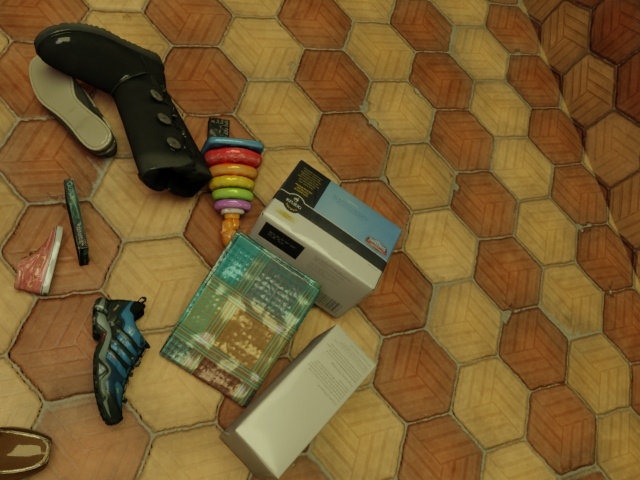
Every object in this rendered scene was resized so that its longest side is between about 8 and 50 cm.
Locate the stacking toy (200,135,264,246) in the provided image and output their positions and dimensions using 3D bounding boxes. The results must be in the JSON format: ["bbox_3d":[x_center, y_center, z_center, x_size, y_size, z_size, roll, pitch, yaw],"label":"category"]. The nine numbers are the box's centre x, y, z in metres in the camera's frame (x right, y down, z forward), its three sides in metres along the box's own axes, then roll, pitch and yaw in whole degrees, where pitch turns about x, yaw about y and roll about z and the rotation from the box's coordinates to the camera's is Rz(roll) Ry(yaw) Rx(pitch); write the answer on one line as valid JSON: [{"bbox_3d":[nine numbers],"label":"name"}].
[{"bbox_3d":[-0.245,-0.127,1.639,0.165,0.175,0.302,3,79,-22],"label":"stacking toy"}]

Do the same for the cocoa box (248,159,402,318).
[{"bbox_3d":[0.000,0.000,1.612,0.347,0.231,0.228,34,54,-5],"label":"cocoa box"}]

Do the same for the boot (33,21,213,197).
[{"bbox_3d":[-0.506,-0.328,1.531,0.366,0.146,0.446,-1,62,-47],"label":"boot"}]

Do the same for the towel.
[{"bbox_3d":[-0.198,0.198,1.501,0.271,0.040,0.370,33,82,-4],"label":"towel"}]

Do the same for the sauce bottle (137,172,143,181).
[{"bbox_3d":[-0.451,-0.210,1.639,0.042,0.042,0.128,40,59,-2],"label":"sauce bottle"}]

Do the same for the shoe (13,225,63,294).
[{"bbox_3d":[-0.684,0.041,1.434,0.081,0.063,0.178,13,69,-21],"label":"shoe"}]

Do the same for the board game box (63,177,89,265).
[{"bbox_3d":[-0.605,-0.044,1.464,0.026,0.126,0.186,-11,74,-25],"label":"board game box"}]

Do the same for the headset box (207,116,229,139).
[{"bbox_3d":[-0.303,-0.319,1.748,0.062,0.032,0.083,6,68,-19],"label":"headset box"}]

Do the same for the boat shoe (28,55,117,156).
[{"bbox_3d":[-0.670,-0.356,1.601,0.112,0.095,0.335,-38,81,-9],"label":"boat shoe"}]

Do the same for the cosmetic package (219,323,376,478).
[{"bbox_3d":[-0.057,0.395,1.457,0.155,0.197,0.365,46,62,1],"label":"cosmetic package"}]

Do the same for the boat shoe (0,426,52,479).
[{"bbox_3d":[-0.734,0.442,1.217,0.323,0.120,0.123,6,67,-19],"label":"boat shoe"}]

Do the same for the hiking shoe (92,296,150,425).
[{"bbox_3d":[-0.467,0.276,1.392,0.131,0.113,0.304,-1,69,-21],"label":"hiking shoe"}]
